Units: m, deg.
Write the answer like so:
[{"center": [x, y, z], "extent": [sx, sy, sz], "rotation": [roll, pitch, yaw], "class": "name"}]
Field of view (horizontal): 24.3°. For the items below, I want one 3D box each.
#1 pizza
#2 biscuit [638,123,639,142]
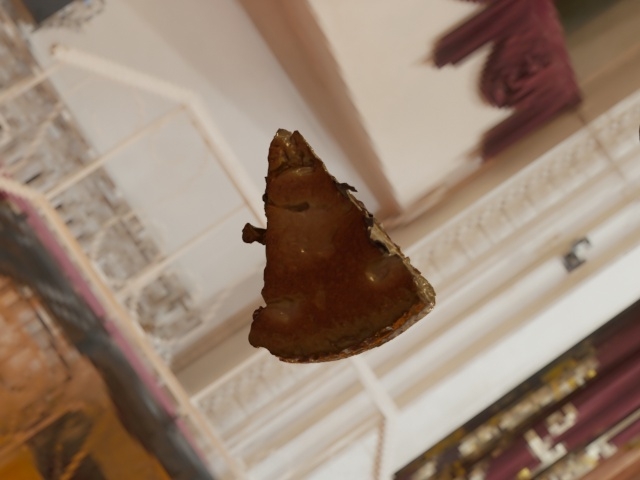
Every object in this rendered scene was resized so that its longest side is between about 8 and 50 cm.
[{"center": [0.002, 0.000, 1.185], "extent": [0.069, 0.154, 0.194], "rotation": [9, 61, -61], "class": "pizza"}, {"center": [0.372, -0.172, 1.325], "extent": [0.320, 0.047, 0.183], "rotation": [121, -35, -46], "class": "biscuit"}]
